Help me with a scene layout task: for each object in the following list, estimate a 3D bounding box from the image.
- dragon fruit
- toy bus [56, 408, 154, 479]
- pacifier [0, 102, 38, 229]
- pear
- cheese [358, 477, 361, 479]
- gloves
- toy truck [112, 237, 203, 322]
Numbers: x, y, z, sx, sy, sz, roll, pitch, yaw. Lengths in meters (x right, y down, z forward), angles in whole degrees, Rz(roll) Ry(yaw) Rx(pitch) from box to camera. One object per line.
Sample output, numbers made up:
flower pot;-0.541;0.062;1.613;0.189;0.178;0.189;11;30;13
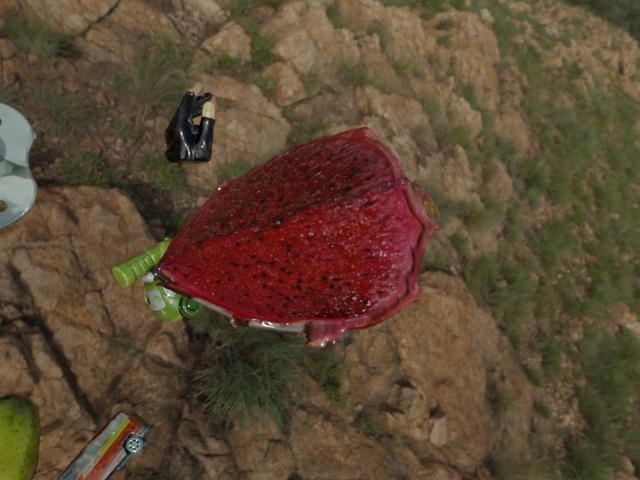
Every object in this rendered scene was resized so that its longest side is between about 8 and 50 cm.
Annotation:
dragon fruit;-0.010;0.007;0.437;0.161;0.274;0.126;55;32;-31
toy bus;-0.571;0.576;1.208;0.120;0.121;0.265;40;68;2
pacifier;-0.873;-0.197;1.130;0.288;0.269;0.343;-8;83;-4
pear;-0.555;0.352;0.741;0.187;0.187;0.219;26;83;-25
cheese;0.121;0.646;0.962;0.217;0.129;0.329;59;4;-13
gloves;-0.294;-0.266;1.027;0.106;0.129;0.180;0;93;-19
toy truck;-0.359;0.078;1.092;0.210;0.148;0.187;50;55;-24
